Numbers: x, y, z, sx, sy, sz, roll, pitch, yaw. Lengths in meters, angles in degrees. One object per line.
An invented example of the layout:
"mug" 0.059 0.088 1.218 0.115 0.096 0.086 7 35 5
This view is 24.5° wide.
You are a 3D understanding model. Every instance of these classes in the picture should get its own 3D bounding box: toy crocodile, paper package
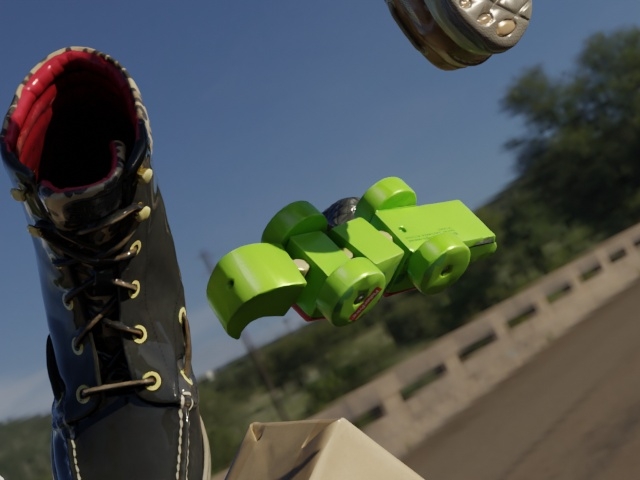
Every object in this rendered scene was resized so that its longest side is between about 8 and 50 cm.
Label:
"toy crocodile" 0.041 0.022 1.424 0.340 0.115 0.105 -15 -40 -44
"paper package" 0.022 0.405 1.699 0.168 0.325 0.309 -10 47 49

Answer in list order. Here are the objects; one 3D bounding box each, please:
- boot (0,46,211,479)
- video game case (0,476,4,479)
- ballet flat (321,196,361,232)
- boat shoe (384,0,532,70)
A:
"boot" -0.177 0.049 1.215 0.138 0.377 0.284 -6 -44 1
"video game case" -0.228 0.195 0.887 0.087 0.011 0.122 -47 13 6
"ballet flat" 0.000 0.000 1.609 0.049 0.057 0.173 -34 -6 -33
"boat shoe" 0.068 -0.297 1.342 0.123 0.324 0.116 -20 -9 -31
